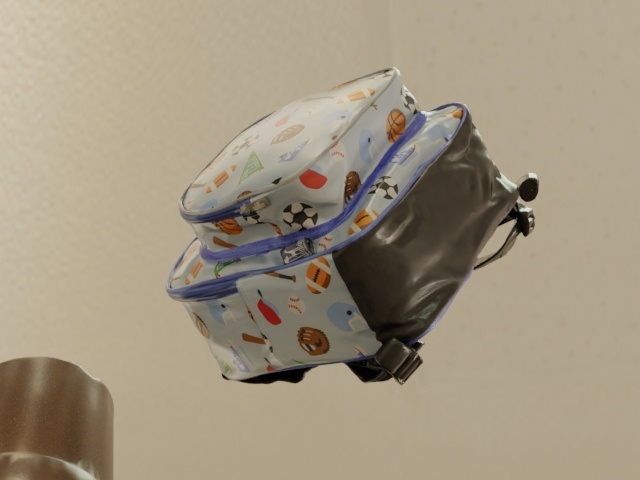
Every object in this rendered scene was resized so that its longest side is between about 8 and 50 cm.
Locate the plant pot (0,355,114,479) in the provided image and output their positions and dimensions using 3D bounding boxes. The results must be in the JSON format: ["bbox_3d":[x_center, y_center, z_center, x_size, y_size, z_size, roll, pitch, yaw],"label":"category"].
[{"bbox_3d":[-0.242,0.198,1.382,0.167,0.165,0.167,0,-49,0],"label":"plant pot"}]

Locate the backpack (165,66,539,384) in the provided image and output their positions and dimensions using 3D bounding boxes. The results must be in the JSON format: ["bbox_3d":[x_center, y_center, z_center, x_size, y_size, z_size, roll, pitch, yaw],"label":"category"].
[{"bbox_3d":[0.000,0.000,1.350,0.263,0.276,0.213,-27,-79,41],"label":"backpack"}]
